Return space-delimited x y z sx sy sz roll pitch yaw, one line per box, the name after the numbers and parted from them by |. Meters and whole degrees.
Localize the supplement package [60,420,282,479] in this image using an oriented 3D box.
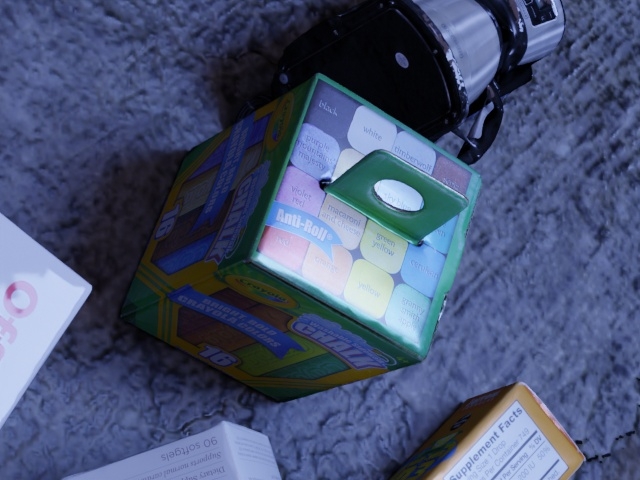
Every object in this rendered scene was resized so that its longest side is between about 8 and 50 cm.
-0.062 0.205 1.024 0.105 0.105 0.179 -20 76 7 | supplement package

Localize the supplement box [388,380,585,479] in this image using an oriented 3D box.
0.065 0.191 1.159 0.233 0.078 0.080 -40 96 -33 | supplement box

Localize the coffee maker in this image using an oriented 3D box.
0.054 -0.122 1.206 0.178 0.171 0.120 -34 119 -54 | coffee maker

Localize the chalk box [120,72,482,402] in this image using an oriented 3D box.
0.000 0.000 1.087 0.132 0.213 0.132 31 63 -21 | chalk box

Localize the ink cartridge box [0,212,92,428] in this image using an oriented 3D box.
-0.309 0.027 0.940 0.307 0.129 0.223 40 60 -17 | ink cartridge box
